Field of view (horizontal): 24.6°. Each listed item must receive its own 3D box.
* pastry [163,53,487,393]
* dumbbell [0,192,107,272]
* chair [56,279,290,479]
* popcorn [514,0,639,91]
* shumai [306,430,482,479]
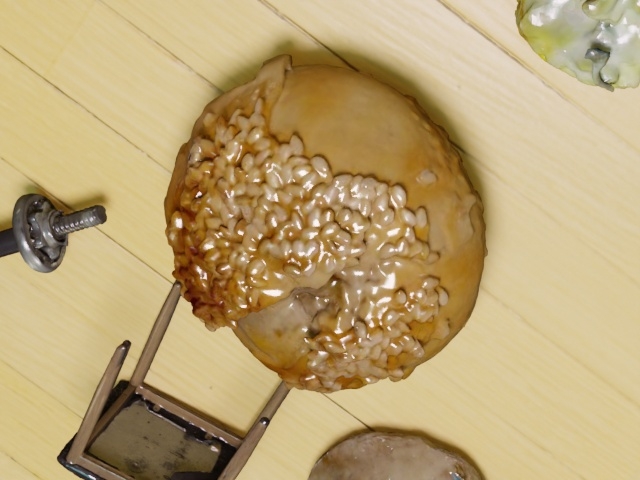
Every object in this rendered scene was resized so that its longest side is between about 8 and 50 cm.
[{"bbox_3d":[0.000,0.000,1.313,0.284,0.184,0.316,-28,105,22],"label":"pastry"},{"bbox_3d":[-0.324,0.007,1.447,0.254,0.081,0.082,-16,110,19],"label":"dumbbell"},{"bbox_3d":[-0.153,0.207,1.444,0.166,0.188,0.272,28,115,3],"label":"chair"},{"bbox_3d":[0.218,-0.215,1.166,0.212,0.198,0.198,16,123,-35],"label":"popcorn"},{"bbox_3d":[0.071,0.296,1.471,0.201,0.120,0.201,6,118,10],"label":"shumai"}]
